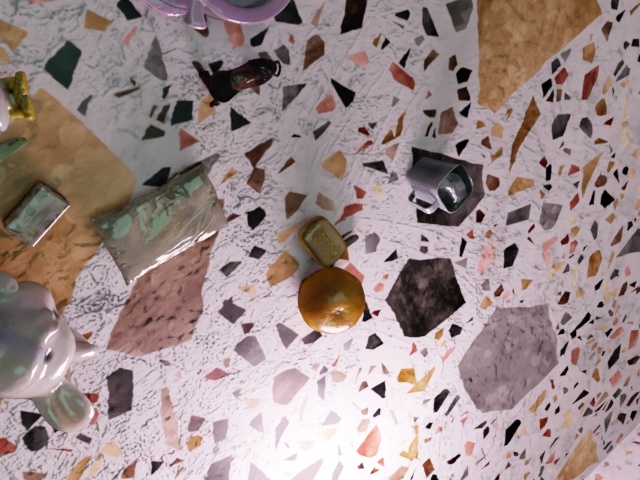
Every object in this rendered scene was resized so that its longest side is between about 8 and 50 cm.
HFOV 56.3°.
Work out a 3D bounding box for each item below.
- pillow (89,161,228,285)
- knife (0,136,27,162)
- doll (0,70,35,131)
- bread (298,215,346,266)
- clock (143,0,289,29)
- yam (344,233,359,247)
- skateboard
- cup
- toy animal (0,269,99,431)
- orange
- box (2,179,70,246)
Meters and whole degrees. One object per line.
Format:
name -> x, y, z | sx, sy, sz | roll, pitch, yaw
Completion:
pillow -> -0.291, -0.033, 1.107 | 0.230, 0.050, 0.148 | -31, 117, -16
knife -> -0.569, -0.088, 0.881 | 0.043, 0.020, 0.293 | 49, 55, -2
doll -> -0.545, -0.192, 0.854 | 0.241, 0.098, 0.135 | -15, 136, -30
bread -> 0.000, 0.000, 1.302 | 0.082, 0.056, 0.115 | -47, 118, -7
clock -> -0.184, -0.508, 0.967 | 0.339, 0.102, 0.338 | -12, 115, -28
yam -> 0.040, 0.020, 1.357 | 0.116, 0.021, 0.021 | -33, 122, -17
skateboard -> -0.138, -0.296, 1.087 | 0.151, 0.080, 0.067 | -29, 115, -24
cup -> 0.264, -0.120, 1.382 | 0.128, 0.129, 0.095 | -48, 125, -9
toy animal -> -0.520, 0.175, 0.952 | 0.368, 0.196, 0.241 | 27, 129, -35
orange -> 0.024, 0.130, 1.329 | 0.155, 0.134, 0.154 | -3, 115, -7
box -> -0.470, -0.045, 0.988 | 0.062, 0.045, 0.098 | 41, 85, -35
